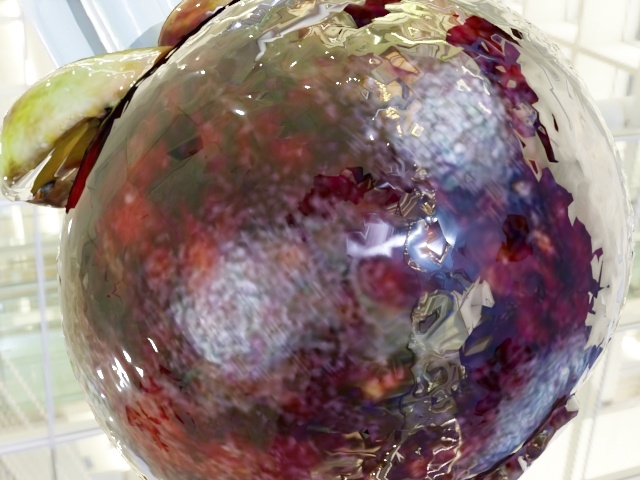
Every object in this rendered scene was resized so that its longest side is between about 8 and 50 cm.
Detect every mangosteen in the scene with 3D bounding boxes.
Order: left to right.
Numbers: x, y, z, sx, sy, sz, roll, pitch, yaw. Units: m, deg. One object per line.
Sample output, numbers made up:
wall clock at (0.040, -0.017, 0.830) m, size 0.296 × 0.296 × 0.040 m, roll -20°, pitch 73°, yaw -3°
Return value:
mangosteen at (0.000, 0.000, 0.473) m, size 0.288 × 0.288 × 0.288 m, roll 172°, pitch -90°, yaw -67°

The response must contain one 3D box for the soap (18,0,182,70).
soap at (-0.052, -0.070, 0.667) m, size 0.095 × 0.173 × 0.290 m, roll -11°, pitch -67°, yaw 42°
